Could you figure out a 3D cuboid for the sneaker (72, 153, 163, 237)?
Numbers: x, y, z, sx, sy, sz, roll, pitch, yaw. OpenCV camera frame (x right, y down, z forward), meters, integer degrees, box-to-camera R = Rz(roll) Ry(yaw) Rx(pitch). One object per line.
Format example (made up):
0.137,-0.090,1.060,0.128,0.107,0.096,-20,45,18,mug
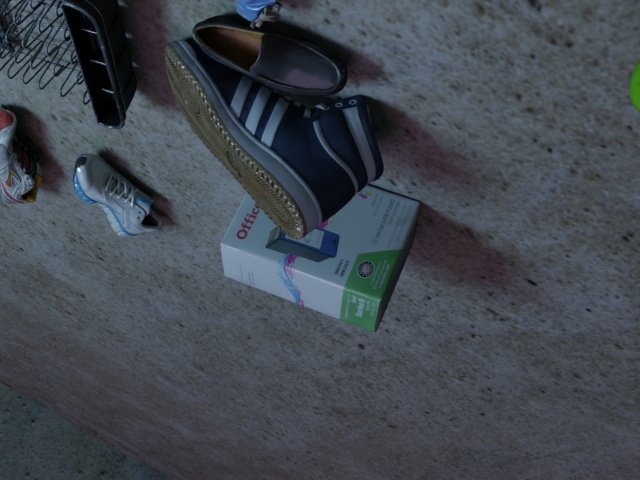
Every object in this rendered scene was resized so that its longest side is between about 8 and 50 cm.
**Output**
-0.299,-0.070,1.307,0.083,0.071,0.191,3,152,24,sneaker

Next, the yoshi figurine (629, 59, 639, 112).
0.359,-0.141,0.561,0.203,0.203,0.362,23,154,-9,yoshi figurine

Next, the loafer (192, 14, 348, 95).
-0.055,-0.190,0.902,0.170,0.061,0.062,17,106,10,loafer

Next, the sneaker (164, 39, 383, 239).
-0.048,-0.143,0.978,0.282,0.153,0.099,50,159,18,sneaker

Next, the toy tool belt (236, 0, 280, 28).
-0.064,-0.239,0.858,0.052,0.051,0.083,29,151,-6,toy tool belt

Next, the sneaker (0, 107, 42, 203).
-0.477,-0.130,1.337,0.092,0.088,0.225,9,153,-13,sneaker

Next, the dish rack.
-0.351,-0.257,1.028,0.271,0.074,0.208,20,149,10,dish rack

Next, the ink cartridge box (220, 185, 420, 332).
0.000,0.000,1.089,0.212,0.154,0.093,19,150,11,ink cartridge box
